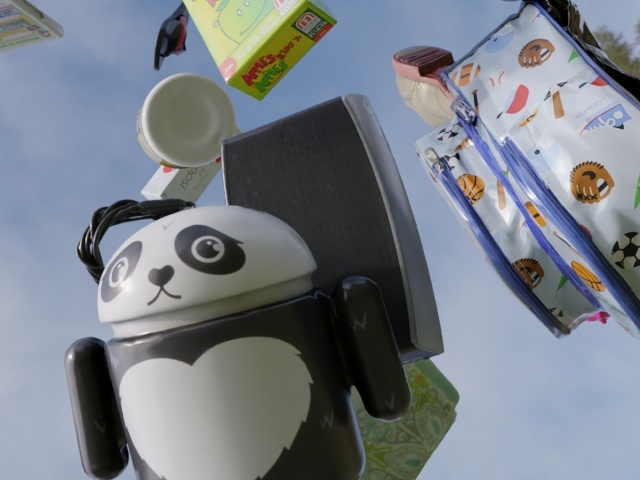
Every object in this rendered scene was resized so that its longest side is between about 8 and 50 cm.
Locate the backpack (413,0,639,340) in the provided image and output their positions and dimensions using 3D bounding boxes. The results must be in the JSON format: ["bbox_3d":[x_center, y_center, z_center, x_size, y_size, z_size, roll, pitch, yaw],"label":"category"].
[{"bbox_3d":[0.221,-0.041,0.625,0.276,0.263,0.213,33,-73,-36],"label":"backpack"}]

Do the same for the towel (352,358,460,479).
[{"bbox_3d":[0.029,0.262,1.130,0.320,0.090,0.374,-50,-59,-16],"label":"towel"}]

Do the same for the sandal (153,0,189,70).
[{"bbox_3d":[-0.230,-0.335,1.235,0.040,0.179,0.067,19,-45,-3],"label":"sandal"}]

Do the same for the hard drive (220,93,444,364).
[{"bbox_3d":[0.000,0.000,0.693,0.172,0.255,0.054,-18,-14,12],"label":"hard drive"}]

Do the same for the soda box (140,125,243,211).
[{"bbox_3d":[-0.241,-0.147,1.455,0.216,0.069,0.074,-57,-49,-20],"label":"soda box"}]

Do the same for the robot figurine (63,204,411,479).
[{"bbox_3d":[-0.065,0.112,0.570,0.209,0.173,0.278,-13,-90,-32],"label":"robot figurine"}]

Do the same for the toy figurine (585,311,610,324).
[{"bbox_3d":[0.513,0.072,1.427,0.159,0.173,0.130,-67,-19,-3],"label":"toy figurine"}]

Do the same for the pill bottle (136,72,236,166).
[{"bbox_3d":[-0.190,-0.157,1.042,0.119,0.208,0.119,-1,-86,-16],"label":"pill bottle"}]

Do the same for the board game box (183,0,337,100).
[{"bbox_3d":[-0.067,-0.215,0.636,0.092,0.181,0.043,-42,-32,22],"label":"board game box"}]

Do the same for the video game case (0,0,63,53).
[{"bbox_3d":[-0.543,-0.343,1.170,0.193,0.212,0.023,35,-130,-65],"label":"video game case"}]

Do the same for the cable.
[{"bbox_3d":[-0.256,0.016,1.091,0.184,0.047,0.150,-9,-69,-32],"label":"cable"}]

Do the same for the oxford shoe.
[{"bbox_3d":[0.265,-0.262,1.435,0.123,0.348,0.130,-23,-53,-17],"label":"oxford shoe"}]
